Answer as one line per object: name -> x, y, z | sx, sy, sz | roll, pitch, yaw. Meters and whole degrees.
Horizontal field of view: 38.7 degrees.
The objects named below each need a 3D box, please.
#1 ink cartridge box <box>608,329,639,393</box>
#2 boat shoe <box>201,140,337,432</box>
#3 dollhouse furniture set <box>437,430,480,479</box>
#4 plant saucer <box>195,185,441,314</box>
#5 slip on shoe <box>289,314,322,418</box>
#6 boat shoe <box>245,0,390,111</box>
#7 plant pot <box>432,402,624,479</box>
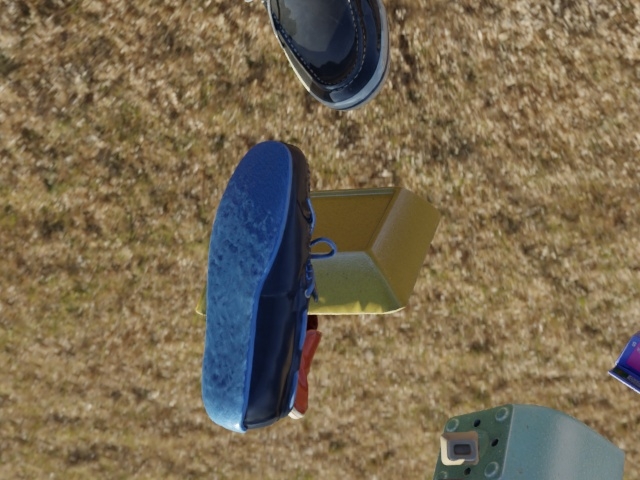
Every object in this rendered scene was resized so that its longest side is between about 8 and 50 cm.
ink cartridge box -> 0.554, 0.195, 1.355 | 0.186, 0.311, 0.065 | 34, 113, 24
boat shoe -> -0.050, 0.040, 0.830 | 0.089, 0.109, 0.258 | 7, 98, -45
dollhouse furniture set -> 0.050, 0.176, 0.617 | 0.114, 0.081, 0.091 | -3, 80, 5
plant saucer -> 0.000, 0.000, 1.455 | 0.333, 0.333, 0.081 | -3, 116, 20
slip on shoe -> -0.049, 0.224, 2.010 | 0.101, 0.331, 0.123 | -7, 164, 21
boat shoe -> -0.038, -0.426, 1.405 | 0.187, 0.156, 0.500 | -27, 73, 30
plant pot -> 0.325, 0.410, 1.527 | 0.248, 0.247, 0.252 | -25, 123, 41
